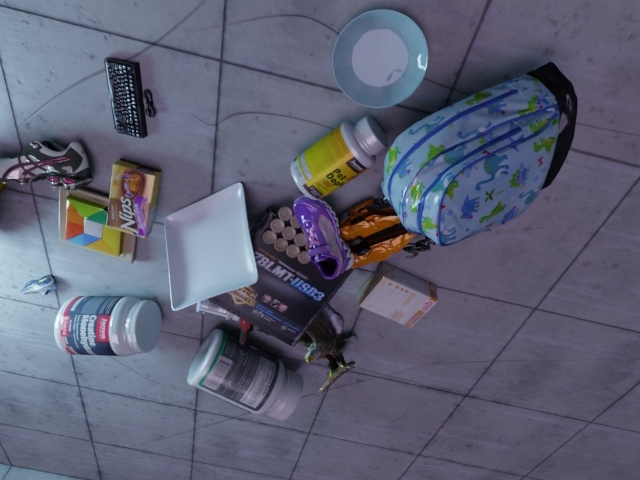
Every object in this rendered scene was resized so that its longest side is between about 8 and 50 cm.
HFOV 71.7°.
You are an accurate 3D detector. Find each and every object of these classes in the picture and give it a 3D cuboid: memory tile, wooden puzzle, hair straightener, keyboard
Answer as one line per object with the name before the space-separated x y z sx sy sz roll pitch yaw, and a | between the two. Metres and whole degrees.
memory tile | -0.067 -0.012 1.160 0.148 0.012 0.113 31 96 -20
wooden puzzle | -0.641 -0.039 1.269 0.221 0.044 0.239 18 129 -8
hair straightener | -0.225 0.265 1.435 0.047 0.089 0.230 19 134 11
keyboard | -0.439 -0.324 1.029 0.108 0.023 0.180 10 130 -1

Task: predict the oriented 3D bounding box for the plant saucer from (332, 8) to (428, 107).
plant saucer | 0.122 -0.373 0.913 0.195 0.037 0.195 3 130 4

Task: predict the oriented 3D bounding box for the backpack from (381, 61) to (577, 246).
backpack | 0.299 -0.146 0.880 0.355 0.273 0.290 -9 143 0

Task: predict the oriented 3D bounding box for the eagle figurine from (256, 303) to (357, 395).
eagle figurine | -0.024 0.320 1.425 0.226 0.225 0.298 -42 84 -11

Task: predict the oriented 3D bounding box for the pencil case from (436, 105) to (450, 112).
pencil case | 0.269 -0.223 0.995 0.064 0.070 0.152 11 130 -2

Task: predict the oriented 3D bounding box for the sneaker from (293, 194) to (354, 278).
sneaker | 0.000 0.000 1.104 0.095 0.104 0.236 -15 114 34

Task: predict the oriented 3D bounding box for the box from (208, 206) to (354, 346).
box | -0.109 0.107 1.230 0.295 0.073 0.293 35 98 -21

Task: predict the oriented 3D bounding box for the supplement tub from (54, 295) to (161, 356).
supplement tub | -0.680 0.275 1.432 0.272 0.191 0.191 -1 129 7

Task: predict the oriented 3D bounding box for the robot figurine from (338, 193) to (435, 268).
robot figurine | 0.173 -0.037 1.148 0.291 0.085 0.211 -22 123 24

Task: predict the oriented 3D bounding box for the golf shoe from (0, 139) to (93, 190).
golf shoe | -0.722 -0.202 1.130 0.273 0.105 0.120 4 111 -2

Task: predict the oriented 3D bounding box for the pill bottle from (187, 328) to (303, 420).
pill bottle | -0.253 0.471 1.532 0.361 0.204 0.204 33 125 -18

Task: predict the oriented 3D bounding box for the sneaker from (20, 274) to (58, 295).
sneaker | -0.926 0.160 1.461 0.135 0.052 0.058 -15 130 18

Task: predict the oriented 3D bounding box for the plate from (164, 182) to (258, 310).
plate | -0.287 0.020 1.167 0.277 0.278 0.045 -21 159 22

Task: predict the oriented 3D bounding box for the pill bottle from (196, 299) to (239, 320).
pill bottle | -0.315 0.208 1.407 0.137 0.078 0.078 17 129 -7

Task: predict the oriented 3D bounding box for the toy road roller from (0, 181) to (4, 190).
toy road roller | -0.976 -0.106 1.191 0.202 0.240 0.329 40 160 -24

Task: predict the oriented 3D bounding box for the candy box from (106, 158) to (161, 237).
candy box | -0.493 -0.109 1.167 0.109 0.053 0.187 17 114 -7

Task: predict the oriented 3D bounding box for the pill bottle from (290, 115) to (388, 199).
pill bottle | 0.044 -0.190 1.017 0.215 0.117 0.117 -31 119 27

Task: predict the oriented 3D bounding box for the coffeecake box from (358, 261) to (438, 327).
coffeecake box | 0.228 0.165 1.314 0.185 0.068 0.142 24 127 -12
